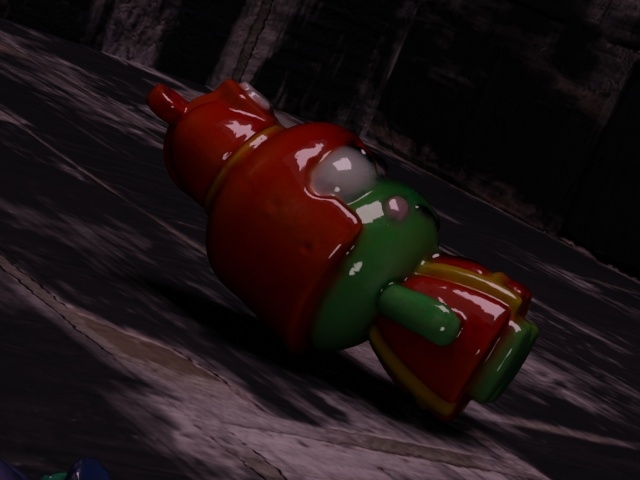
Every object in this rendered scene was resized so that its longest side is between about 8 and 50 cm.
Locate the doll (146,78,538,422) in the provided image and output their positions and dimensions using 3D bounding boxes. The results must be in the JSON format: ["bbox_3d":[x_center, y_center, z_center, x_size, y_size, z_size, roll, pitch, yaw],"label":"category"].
[{"bbox_3d":[0.001,0.000,1.465,0.363,0.160,0.182,43,11,10],"label":"doll"}]

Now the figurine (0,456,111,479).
[{"bbox_3d":[-0.169,0.103,0.663,0.195,0.111,0.102,20,-10,6],"label":"figurine"}]
